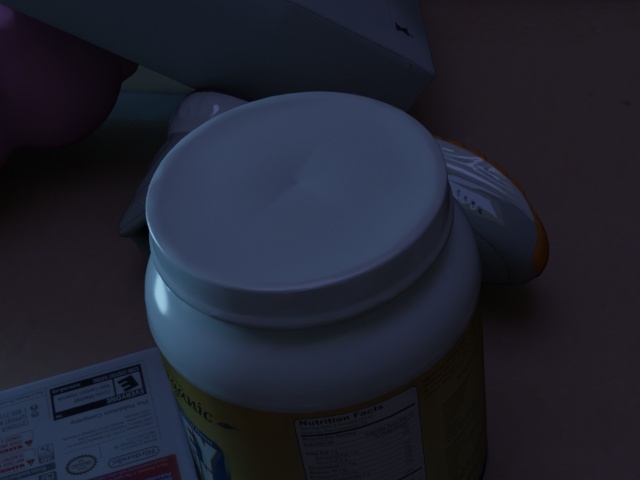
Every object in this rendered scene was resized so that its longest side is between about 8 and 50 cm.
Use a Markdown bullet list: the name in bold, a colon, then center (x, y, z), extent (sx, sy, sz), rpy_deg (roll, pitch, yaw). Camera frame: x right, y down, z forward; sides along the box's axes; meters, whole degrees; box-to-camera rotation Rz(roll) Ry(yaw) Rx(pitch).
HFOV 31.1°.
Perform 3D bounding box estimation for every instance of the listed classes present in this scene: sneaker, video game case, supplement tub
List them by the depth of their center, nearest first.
- **supplement tub**: center (0.002, 0.048, 0.522), extent (0.144, 0.200, 0.144), rpy_deg (-5, 42, 5)
- **video game case**: center (-0.158, 0.149, 0.576), extent (0.201, 0.023, 0.183), rpy_deg (-15, 43, -7)
- **sneaker**: center (0.000, 0.000, 0.668), extent (0.262, 0.099, 0.121), rpy_deg (14, 59, 30)

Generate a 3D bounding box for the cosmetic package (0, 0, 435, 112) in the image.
- **cosmetic package**: center (-0.079, -0.250, 0.827), extent (0.284, 0.097, 0.377), rpy_deg (21, 38, -21)

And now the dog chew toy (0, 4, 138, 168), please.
- **dog chew toy**: center (-0.288, -0.109, 0.756), extent (0.331, 0.207, 0.207), rpy_deg (-10, 42, -12)
